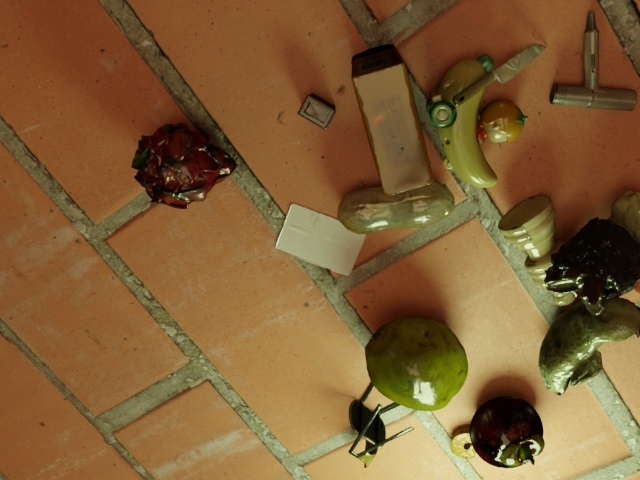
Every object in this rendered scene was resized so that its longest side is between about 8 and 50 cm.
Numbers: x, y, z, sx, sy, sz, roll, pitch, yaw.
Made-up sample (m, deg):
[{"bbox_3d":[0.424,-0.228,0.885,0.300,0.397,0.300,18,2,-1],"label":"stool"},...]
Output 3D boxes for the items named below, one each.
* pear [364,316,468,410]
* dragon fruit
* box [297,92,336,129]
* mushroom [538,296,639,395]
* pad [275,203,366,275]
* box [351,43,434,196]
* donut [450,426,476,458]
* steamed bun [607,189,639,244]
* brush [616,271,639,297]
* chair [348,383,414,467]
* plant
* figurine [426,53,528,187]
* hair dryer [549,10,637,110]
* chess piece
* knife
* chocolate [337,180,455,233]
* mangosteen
[{"bbox_3d":[0.268,0.342,1.891,0.269,0.269,0.321,-34,119,20],"label":"pear"},{"bbox_3d":[-0.340,-0.185,1.751,0.292,0.234,0.234,8,117,-20],"label":"dragon fruit"},{"bbox_3d":[-0.006,-0.333,1.717,0.084,0.063,0.060,28,117,-7],"label":"box"},{"bbox_3d":[0.695,0.268,1.798,0.130,0.247,0.344,31,139,2],"label":"mushroom"},{"bbox_3d":[0.000,0.000,1.898,0.231,0.004,0.157,21,116,-2],"label":"pad"},{"bbox_3d":[0.156,-0.287,1.525,0.115,0.415,0.265,-16,110,8],"label":"box"},{"bbox_3d":[0.453,0.626,2.102,0.097,0.043,0.108,26,116,-5],"label":"donut"},{"bbox_3d":[0.819,-0.044,1.689,0.106,0.177,0.192,-28,120,-21],"label":"steamed bun"},{"bbox_3d":[0.910,0.080,1.795,0.323,0.051,0.070,-25,116,14],"label":"brush"},{"bbox_3d":[0.157,0.561,2.048,0.172,0.159,0.247,39,112,-13],"label":"chair"},{"bbox_3d":[0.676,0.072,1.668,0.178,0.204,0.234,40,80,-15],"label":"plant"},{"bbox_3d":[0.389,-0.285,1.659,0.222,0.124,0.325,-18,109,9],"label":"figurine"},{"bbox_3d":[0.666,-0.425,1.603,0.195,0.054,0.221,7,108,3],"label":"hair dryer"},{"bbox_3d":[0.604,0.043,1.789,0.124,0.139,0.307,0,131,57],"label":"chess piece"},{"bbox_3d":[0.421,-0.387,1.578,0.297,0.017,0.047,-36,103,-18],"label":"knife"},{"bbox_3d":[0.194,-0.091,1.764,0.309,0.134,0.134,-6,113,10],"label":"chocolate"},{"bbox_3d":[0.543,0.572,1.973,0.216,0.216,0.216,3,115,6],"label":"mangosteen"}]
